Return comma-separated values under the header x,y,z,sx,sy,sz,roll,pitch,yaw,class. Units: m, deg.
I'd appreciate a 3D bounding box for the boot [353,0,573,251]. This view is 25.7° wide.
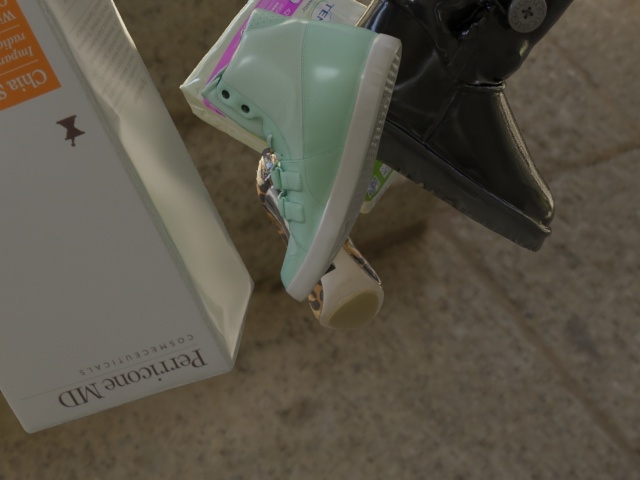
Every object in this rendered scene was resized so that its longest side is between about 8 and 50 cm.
x,y,z,sx,sy,sz,roll,pitch,yaw,class
0.222,-0.238,1.376,0.367,0.445,0.146,27,7,-46,boot

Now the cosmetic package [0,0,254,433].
x,y,z,sx,sy,sz,roll,pitch,yaw,class
-0.260,-0.068,1.286,0.161,0.230,0.453,-81,149,-61,cosmetic package

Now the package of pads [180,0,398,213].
x,y,z,sx,sy,sz,roll,pitch,yaw,class
0.005,-0.201,1.802,0.296,0.101,0.229,32,76,19,package of pads

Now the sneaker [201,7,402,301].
x,y,z,sx,sy,sz,roll,pitch,yaw,class
-0.032,-0.078,1.203,0.151,0.256,0.094,19,28,8,sneaker

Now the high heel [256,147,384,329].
x,y,z,sx,sy,sz,roll,pitch,yaw,class
0.000,0.000,1.726,0.186,0.093,0.261,67,6,29,high heel
